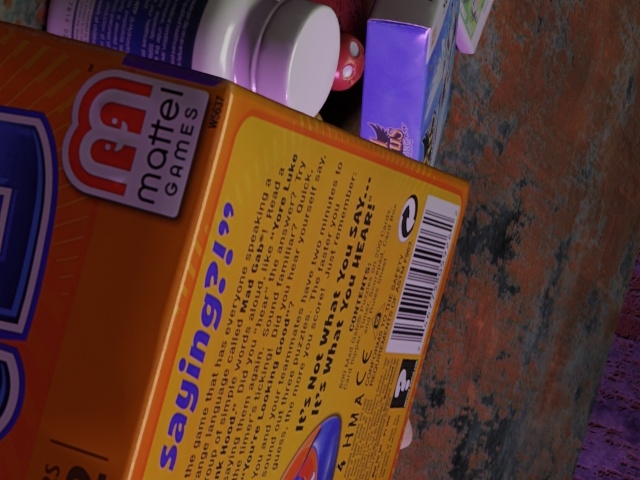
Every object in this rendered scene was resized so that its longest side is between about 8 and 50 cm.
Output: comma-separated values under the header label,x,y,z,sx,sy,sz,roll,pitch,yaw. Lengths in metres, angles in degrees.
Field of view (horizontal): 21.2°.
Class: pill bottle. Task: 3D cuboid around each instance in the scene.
label,x,y,z,sx,sy,sz,roll,pitch,yaw
pill bottle,-0.087,-0.144,1.206,0.112,0.187,0.112,-49,147,-48

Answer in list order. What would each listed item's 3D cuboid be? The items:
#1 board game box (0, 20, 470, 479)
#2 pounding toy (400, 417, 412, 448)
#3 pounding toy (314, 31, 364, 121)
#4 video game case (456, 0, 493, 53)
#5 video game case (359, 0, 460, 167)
label,x,y,z,sx,sy,sz,roll,pitch,yaw
board game box,-0.176,0.076,0.903,0.356,0.356,0.356,14,92,-69
pounding toy,0.006,0.228,1.710,0.269,0.155,0.154,-20,118,-45
pounding toy,-0.039,-0.123,1.451,0.237,0.110,0.183,-30,132,-62
video game case,0.180,-0.345,1.964,0.193,0.023,0.212,-69,158,-14
video game case,0.088,-0.160,1.628,0.244,0.061,0.269,-70,167,-48
